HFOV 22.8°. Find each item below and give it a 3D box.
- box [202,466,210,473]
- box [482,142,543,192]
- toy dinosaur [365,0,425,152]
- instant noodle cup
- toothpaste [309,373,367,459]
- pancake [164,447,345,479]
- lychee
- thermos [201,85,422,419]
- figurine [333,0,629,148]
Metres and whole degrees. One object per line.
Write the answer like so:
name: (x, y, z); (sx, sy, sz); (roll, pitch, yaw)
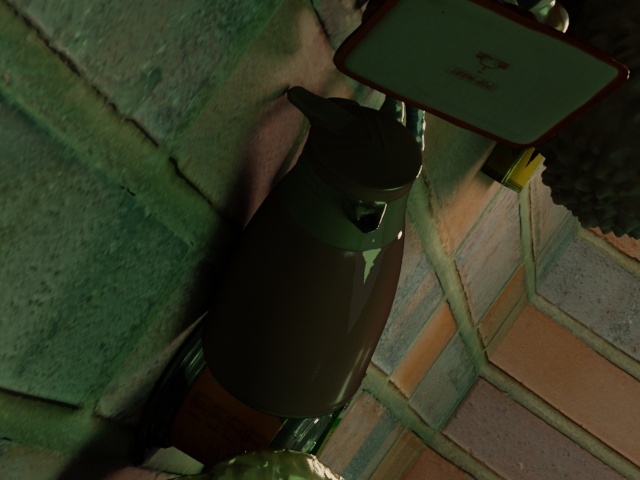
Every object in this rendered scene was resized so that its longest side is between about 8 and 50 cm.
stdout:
box: (-0.086, 0.236, 1.780); (0.126, 0.031, 0.091); (-50, 166, -20)
box: (0.321, -0.193, 2.150); (0.279, 0.041, 0.153); (-56, 167, 6)
toy dinosaur: (0.105, -0.187, 1.366); (0.248, 0.075, 0.188); (-37, 148, -39)
instant noodle cup: (-0.063, 0.149, 1.442); (0.208, 0.125, 0.177); (-58, 166, 9)
toothpaste: (0.000, 0.234, 2.049); (0.178, 0.043, 0.037); (-62, 166, 25)
pancake: (-0.115, 0.326, 1.421); (0.387, 0.082, 0.387); (-16, 140, -14)
lychee: (0.436, -0.178, 1.916); (0.380, 0.380, 0.432); (-45, -175, -38)
thermos: (0.000, 0.000, 1.291); (0.265, 0.146, 0.176); (111, -22, -43)
figurine: (0.138, -0.223, 1.211); (0.160, 0.183, 0.226); (-38, -146, 60)
